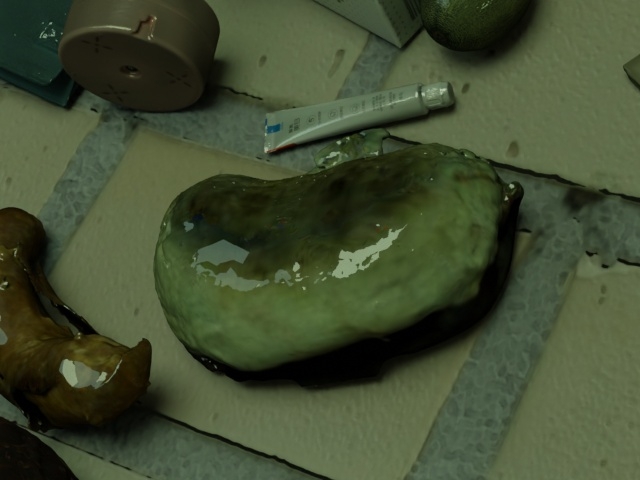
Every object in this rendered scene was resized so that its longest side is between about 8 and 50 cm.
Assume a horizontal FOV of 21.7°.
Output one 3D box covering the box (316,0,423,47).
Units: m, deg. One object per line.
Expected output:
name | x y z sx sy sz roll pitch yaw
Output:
box | 0.105 -0.372 1.687 0.210 0.095 0.330 34 78 36

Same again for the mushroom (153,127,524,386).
mushroom | -0.002 -0.001 1.472 0.344 0.130 0.247 0 64 21

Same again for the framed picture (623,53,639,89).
framed picture | 0.444 -0.171 1.469 0.289 0.016 0.213 -35 53 -2

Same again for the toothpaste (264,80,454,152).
toothpaste | 0.035 -0.122 1.597 0.190 0.031 0.048 -11 59 19

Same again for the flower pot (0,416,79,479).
flower pot | -0.352 0.232 1.379 0.266 0.267 0.267 -10 56 15

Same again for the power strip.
power strip | -0.180 -0.196 1.658 0.154 0.154 0.078 1 63 23

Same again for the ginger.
ginger | -0.265 0.078 1.545 0.133 0.107 0.309 -52 50 3

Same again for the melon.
melon | 0.151 -0.237 1.580 0.098 0.098 0.131 32 75 34

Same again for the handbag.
handbag | -0.265 -0.261 1.786 0.179 0.062 0.229 25 71 33
